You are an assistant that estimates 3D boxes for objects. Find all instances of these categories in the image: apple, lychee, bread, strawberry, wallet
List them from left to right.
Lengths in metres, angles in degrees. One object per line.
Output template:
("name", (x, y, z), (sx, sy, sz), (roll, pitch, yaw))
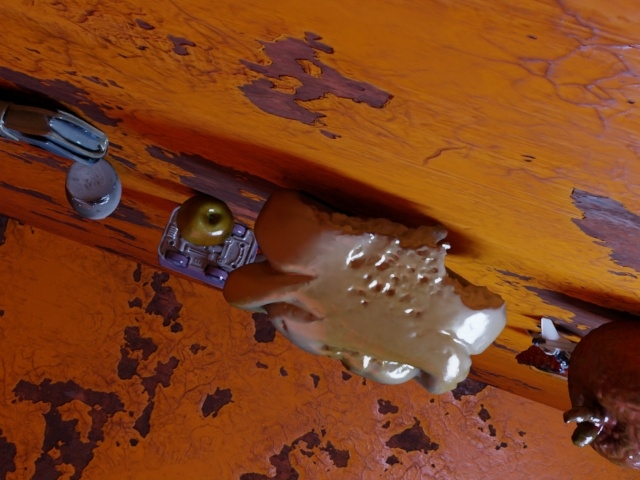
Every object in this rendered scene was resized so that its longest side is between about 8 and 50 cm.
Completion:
("wallet", (-0.504, -0.200, 1.612), (0.251, 0.075, 0.176), (17, 176, 19))
("apple", (-0.226, -0.036, 1.889), (0.114, 0.099, 0.102), (25, 167, -11))
("bread", (0.079, 0.082, 1.492), (0.424, 0.245, 0.329), (27, 169, -15))
("strawberry", (0.532, 0.264, 2.085), (0.140, 0.085, 0.192), (24, 170, -33))
("lychee", (0.515, 0.252, 1.562), (0.255, 0.300, 0.255), (34, 140, 33))

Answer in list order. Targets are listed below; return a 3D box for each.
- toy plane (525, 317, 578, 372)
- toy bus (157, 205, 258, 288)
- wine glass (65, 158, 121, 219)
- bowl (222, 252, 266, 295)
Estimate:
("toy plane", (0.509, 0.226, 1.941), (0.234, 0.082, 0.160), (25, -165, -27))
("toy bus", (-0.245, 0.019, 2.124), (0.203, 0.142, 0.142), (20, 165, 2))
("wine glass", (-0.455, -0.102, 1.928), (0.111, 0.111, 0.204), (21, 169, -5))
("bowl", (-0.073, 0.110, 2.249), (0.287, 0.143, 0.287), (18, 171, 3))
